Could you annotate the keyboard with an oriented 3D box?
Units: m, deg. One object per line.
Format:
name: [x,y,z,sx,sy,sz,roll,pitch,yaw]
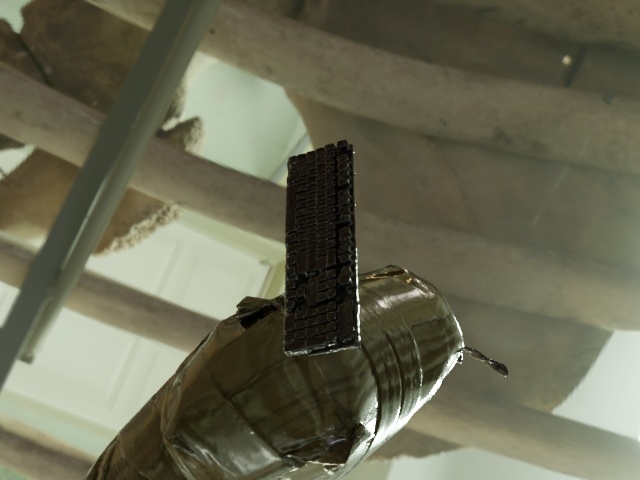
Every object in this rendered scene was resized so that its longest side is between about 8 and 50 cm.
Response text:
keyboard: [0.000,0.000,0.602,0.018,0.060,0.195,62,21,-49]

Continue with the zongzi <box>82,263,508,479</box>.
zongzi: [-0.058,0.208,1.005,0.467,0.218,0.500,-32,169,29]
